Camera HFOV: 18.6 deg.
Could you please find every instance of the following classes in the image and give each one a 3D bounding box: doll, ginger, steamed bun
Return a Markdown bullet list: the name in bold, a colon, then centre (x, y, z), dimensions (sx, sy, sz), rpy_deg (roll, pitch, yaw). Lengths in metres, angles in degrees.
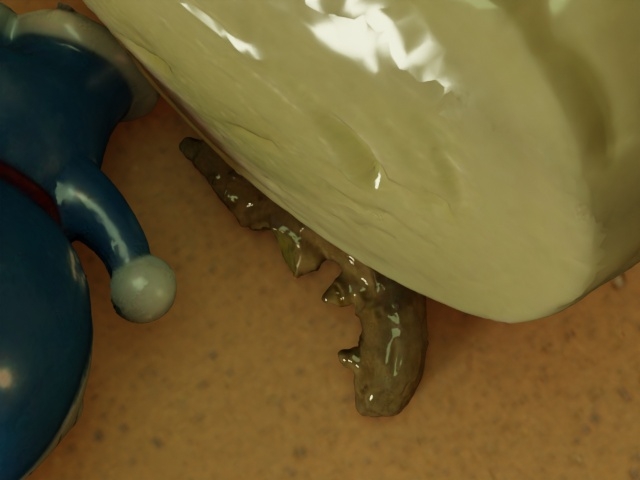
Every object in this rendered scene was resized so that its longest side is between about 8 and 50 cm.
- **doll**: centre (-0.171, 0.004, 0.886), dimensions (0.215, 0.161, 0.257), rpy_deg (11, 56, 16)
- **ginger**: centre (0.004, -0.001, 0.930), dimensions (0.069, 0.051, 0.173), rpy_deg (-34, 75, -7)
- **steamed bun**: centre (0.041, -0.205, 0.854), dimensions (0.371, 0.290, 0.456), rpy_deg (-37, 85, -18)
